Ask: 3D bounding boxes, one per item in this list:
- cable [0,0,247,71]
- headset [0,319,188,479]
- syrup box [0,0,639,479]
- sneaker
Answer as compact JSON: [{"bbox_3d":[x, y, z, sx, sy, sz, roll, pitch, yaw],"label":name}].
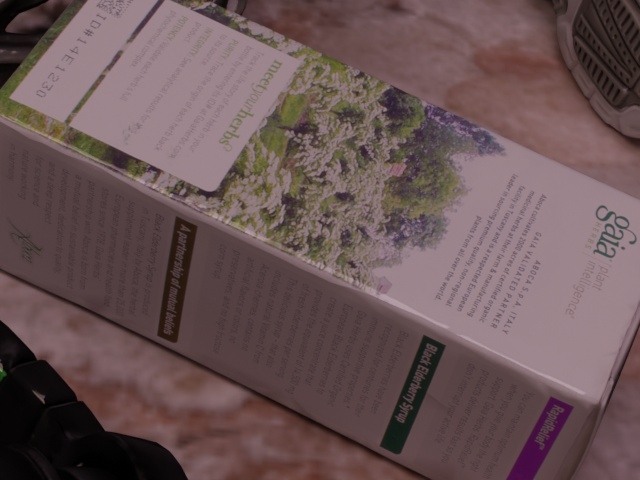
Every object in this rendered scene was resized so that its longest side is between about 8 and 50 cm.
[{"bbox_3d":[-0.160,-0.084,0.667,0.287,0.072,0.139,3,80,-20],"label":"cable"},{"bbox_3d":[-0.140,0.146,0.459,0.243,0.185,0.394,-8,47,-47],"label":"headset"},{"bbox_3d":[0.000,0.000,0.634,0.237,0.096,0.093,26,53,6],"label":"syrup box"},{"bbox_3d":[0.144,-0.150,0.802,0.115,0.090,0.232,-11,65,-29],"label":"sneaker"}]
